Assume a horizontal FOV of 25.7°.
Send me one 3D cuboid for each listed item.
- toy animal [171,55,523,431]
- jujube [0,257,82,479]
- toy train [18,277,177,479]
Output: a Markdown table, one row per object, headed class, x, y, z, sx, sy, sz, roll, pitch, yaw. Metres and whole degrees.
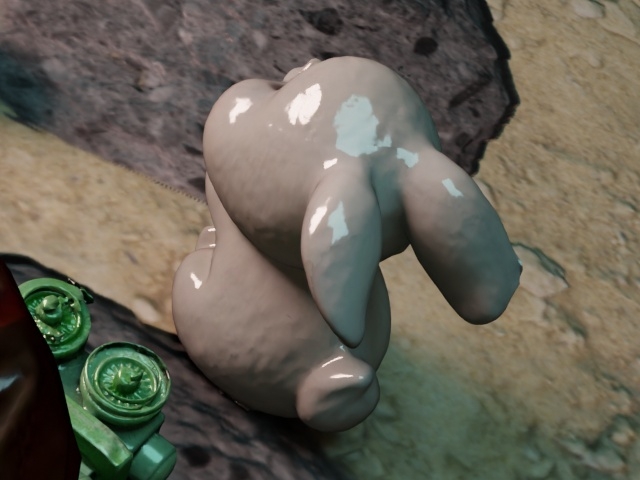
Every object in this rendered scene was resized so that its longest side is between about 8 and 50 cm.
| class | x | y | z | sx | sy | sz | roll | pitch | yaw |
| --- | --- | --- | --- | --- | --- | --- | --- | --- | --- |
| toy animal | 0.002 | 0.008 | 0.745 | 0.128 | 0.193 | 0.178 | 0 | 55 | -29 |
| jujube | -0.266 | 0.098 | 0.428 | 0.276 | 0.276 | 0.377 | 43 | 42 | 17 |
| toy train | -0.186 | 0.051 | 0.672 | 0.251 | 0.085 | 0.119 | 36 | 45 | 13 |
